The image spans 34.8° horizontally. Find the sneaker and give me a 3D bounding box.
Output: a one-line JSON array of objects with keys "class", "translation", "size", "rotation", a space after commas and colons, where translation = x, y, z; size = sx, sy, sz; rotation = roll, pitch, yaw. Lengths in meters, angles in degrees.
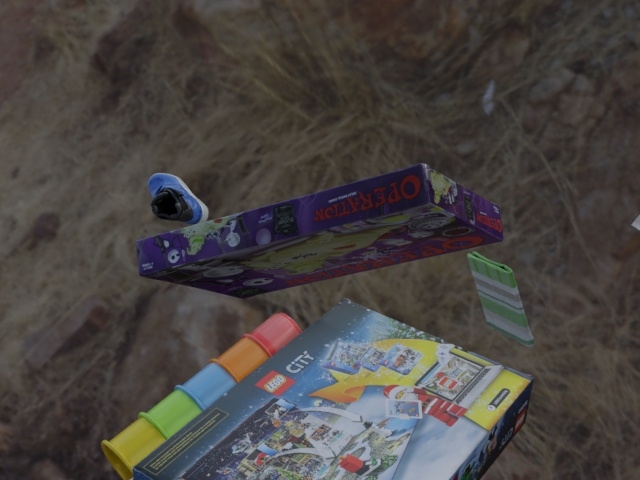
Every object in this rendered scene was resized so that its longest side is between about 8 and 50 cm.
[{"class": "sneaker", "translation": [-0.272, -0.078, 1.791], "size": [0.152, 0.085, 0.058], "rotation": [40, 106, 32]}]

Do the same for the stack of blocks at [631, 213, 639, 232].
[{"class": "stack of blocks", "translation": [0.567, 0.038, 1.411], "size": [0.087, 0.297, 0.171], "rotation": [-52, 27, 6]}]

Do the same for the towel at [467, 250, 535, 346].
[{"class": "towel", "translation": [0.298, 0.094, 1.670], "size": [0.023, 0.152, 0.113], "rotation": [-31, 30, -20]}]

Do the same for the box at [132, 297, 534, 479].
[{"class": "box", "translation": [0.016, 0.133, 0.665], "size": [0.159, 0.044, 0.233], "rotation": [21, 35, 29]}]

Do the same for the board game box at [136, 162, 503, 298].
[{"class": "board game box", "translation": [0.000, 0.000, 1.111], "size": [0.347, 0.208, 0.056], "rotation": [-14, 78, 28]}]

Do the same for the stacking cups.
[{"class": "stacking cups", "translation": [-0.149, 0.223, 1.424], "size": [0.316, 0.096, 0.096], "rotation": [-36, 32, -26]}]

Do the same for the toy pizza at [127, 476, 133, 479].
[{"class": "toy pizza", "translation": [-0.163, 0.273, 1.047], "size": [0.201, 0.032, 0.201], "rotation": [-12, 16, 4]}]
